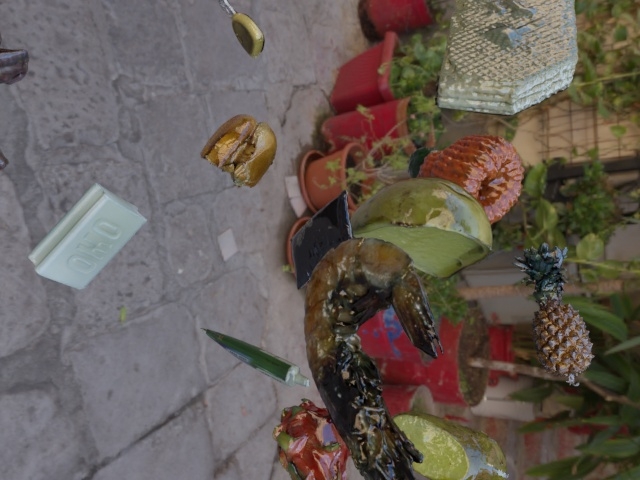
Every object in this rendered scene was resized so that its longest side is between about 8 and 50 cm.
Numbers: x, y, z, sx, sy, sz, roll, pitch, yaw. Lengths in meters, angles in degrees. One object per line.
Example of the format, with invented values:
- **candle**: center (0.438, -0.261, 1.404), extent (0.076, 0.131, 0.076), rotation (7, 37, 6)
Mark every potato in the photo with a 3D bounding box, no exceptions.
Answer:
- **potato**: center (0.270, -0.067, 1.280), extent (0.330, 0.280, 0.213), rotation (23, 69, -25)
- **potato**: center (0.277, 0.475, 1.210), extent (0.176, 0.298, 0.141), rotation (133, -24, -77)

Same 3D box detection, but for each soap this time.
- **soap**: center (-0.459, -0.005, 1.070), extent (0.198, 0.066, 0.119), rotation (-47, 145, 2)

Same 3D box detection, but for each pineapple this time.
- **pineapple**: center (0.361, 0.113, 0.835), extent (0.103, 0.083, 0.221), rotation (8, 69, -57)

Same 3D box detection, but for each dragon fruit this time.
- **dragon fruit**: center (-0.004, 0.372, 0.923), extent (0.236, 0.135, 0.137), rotation (-113, -172, -64)

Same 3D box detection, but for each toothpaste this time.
- **toothpaste**: center (-0.190, 0.335, 1.548), extent (0.061, 0.392, 0.099), rotation (-60, 145, -21)

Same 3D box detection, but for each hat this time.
- **hat**: center (0.395, -0.217, 1.655), extent (0.285, 0.400, 0.285), rotation (-19, 123, -32)

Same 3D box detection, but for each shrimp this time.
- **shrimp**: center (0.071, 0.150, 0.687), extent (0.071, 0.233, 0.365), rotation (11, 39, -36)

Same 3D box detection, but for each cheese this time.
- **cheese**: center (-0.193, -0.520, 1.293), extent (0.036, 0.086, 0.162), rotation (-33, 82, -20)

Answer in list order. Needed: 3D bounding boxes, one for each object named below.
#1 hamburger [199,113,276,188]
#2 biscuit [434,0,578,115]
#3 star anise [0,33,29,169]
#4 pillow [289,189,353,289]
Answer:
- **hamburger**: center (-0.170, -0.203, 1.210), extent (0.144, 0.283, 0.156), rotation (43, 89, -17)
- **biscuit**: center (0.225, -0.241, 0.649), extent (0.052, 0.150, 0.252), rotation (84, 21, -51)
- **star anise**: center (-0.549, -0.209, 0.803), extent (0.129, 0.212, 0.283), rotation (39, 64, -65)
- **pillow**: center (0.000, 0.000, 1.156), extent (0.055, 0.208, 0.141), rotation (17, 51, -31)
